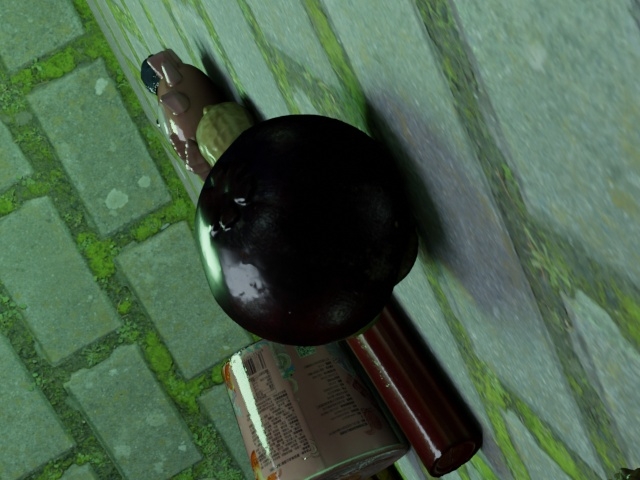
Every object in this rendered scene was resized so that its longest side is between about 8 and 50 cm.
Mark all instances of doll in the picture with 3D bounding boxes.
[{"bbox_3d":[-0.167,-0.158,1.812,0.262,0.093,0.211,-102,-11,-57],"label":"doll"}]

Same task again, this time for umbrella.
[{"bbox_3d":[-0.235,-0.254,2.117,0.071,0.071,0.248,63,168,-19],"label":"umbrella"}]

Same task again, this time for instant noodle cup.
[{"bbox_3d":[-0.023,0.264,2.024,0.243,0.243,0.231,84,161,-72],"label":"instant noodle cup"}]

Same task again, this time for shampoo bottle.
[{"bbox_3d":[0.077,0.128,1.449,0.260,0.064,0.102,57,172,25],"label":"shampoo bottle"}]

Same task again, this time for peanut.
[{"bbox_3d":[-0.094,-0.099,1.644,0.104,0.086,0.228,40,-168,-50],"label":"peanut"}]

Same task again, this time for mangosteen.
[{"bbox_3d":[0.000,0.000,1.118,0.230,0.194,0.194,28,-160,-48],"label":"mangosteen"}]

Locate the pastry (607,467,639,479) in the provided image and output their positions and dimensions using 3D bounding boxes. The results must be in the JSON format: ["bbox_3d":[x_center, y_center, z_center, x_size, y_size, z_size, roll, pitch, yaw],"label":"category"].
[{"bbox_3d":[0.192,0.257,0.703,0.275,0.193,0.275,57,171,15],"label":"pastry"}]

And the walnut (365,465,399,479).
[{"bbox_3d":[0.061,0.484,2.382,0.336,0.209,0.209,56,171,22],"label":"walnut"}]
